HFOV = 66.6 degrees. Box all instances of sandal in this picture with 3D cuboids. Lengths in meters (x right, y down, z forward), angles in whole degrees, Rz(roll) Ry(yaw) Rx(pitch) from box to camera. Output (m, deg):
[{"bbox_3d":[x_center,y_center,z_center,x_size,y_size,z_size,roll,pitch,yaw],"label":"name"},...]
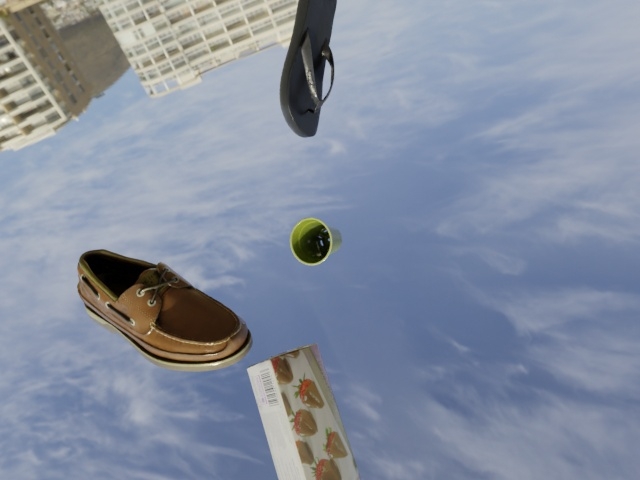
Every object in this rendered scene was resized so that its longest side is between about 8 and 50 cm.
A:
[{"bbox_3d":[-0.011,-0.296,0.796,0.054,0.255,0.097,17,-163,33],"label":"sandal"}]

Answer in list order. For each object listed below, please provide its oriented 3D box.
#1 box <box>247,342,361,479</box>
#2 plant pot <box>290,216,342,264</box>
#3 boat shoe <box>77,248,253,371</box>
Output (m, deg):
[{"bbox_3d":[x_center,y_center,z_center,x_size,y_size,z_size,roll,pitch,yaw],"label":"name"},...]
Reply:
[{"bbox_3d":[0.007,0.271,0.497,0.063,0.324,0.067,-10,164,-34],"label":"box"},{"bbox_3d":[0.000,0.000,0.878,0.083,0.083,0.079,-2,-179,27],"label":"plant pot"},{"bbox_3d":[-0.238,0.091,0.691,0.307,0.104,0.111,11,-145,24],"label":"boat shoe"}]
